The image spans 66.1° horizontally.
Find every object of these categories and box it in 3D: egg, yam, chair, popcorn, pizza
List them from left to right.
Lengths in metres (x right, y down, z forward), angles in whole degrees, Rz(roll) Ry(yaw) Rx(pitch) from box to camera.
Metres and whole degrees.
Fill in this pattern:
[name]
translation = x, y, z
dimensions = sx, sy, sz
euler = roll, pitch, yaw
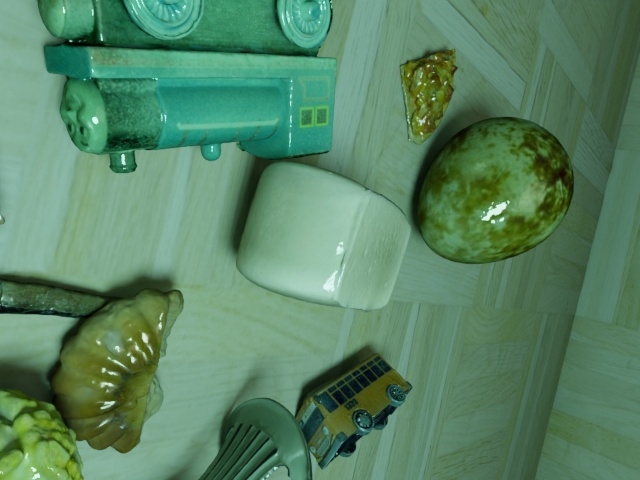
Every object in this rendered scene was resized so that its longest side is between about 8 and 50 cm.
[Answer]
[popcorn]
translation = -0.258, 0.185, 0.388
dimensions = 0.162, 0.141, 0.136
euler = 40, 30, -68
[yam]
translation = -0.232, 0.056, 0.458
dimensions = 0.129, 0.027, 0.033
euler = 17, 44, -53
[chair]
translation = -0.124, 0.331, 0.531
dimensions = 0.274, 0.203, 0.191
euler = -28, 109, -35
[pizza]
translation = 0.182, -0.249, 0.821
dimensions = 0.134, 0.046, 0.175
euler = 12, 92, -49
[egg]
translation = 0.295, -0.078, 0.856
dimensions = 0.289, 0.238, 0.238
euler = -46, 132, -12

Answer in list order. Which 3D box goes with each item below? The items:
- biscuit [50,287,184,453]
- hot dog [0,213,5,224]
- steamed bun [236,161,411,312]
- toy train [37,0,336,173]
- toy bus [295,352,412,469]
[biscuit]
translation = -0.195, 0.136, 0.479
dimensions = 0.118, 0.061, 0.183
euler = 6, 109, -43
[hot dog]
translation = -0.293, -0.084, 0.316
dimensions = 0.131, 0.069, 0.253
euler = -16, 111, -44
[steamed bun]
translation = 0.000, 0.000, 0.592
dimensions = 0.241, 0.164, 0.146
euler = 21, 86, -68
[toy train]
translation = -0.103, -0.163, 0.475
dimensions = 0.298, 0.120, 0.194
euler = -18, 119, -44
[toy bus]
translation = 0.049, 0.260, 0.771
dimensions = 0.182, 0.103, 0.091
euler = -19, 144, -44
